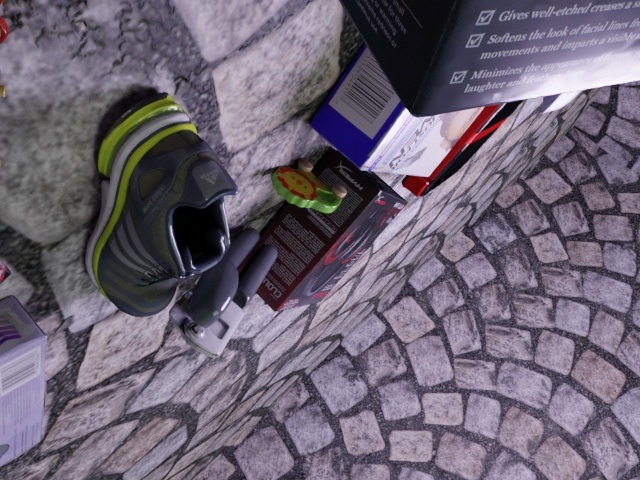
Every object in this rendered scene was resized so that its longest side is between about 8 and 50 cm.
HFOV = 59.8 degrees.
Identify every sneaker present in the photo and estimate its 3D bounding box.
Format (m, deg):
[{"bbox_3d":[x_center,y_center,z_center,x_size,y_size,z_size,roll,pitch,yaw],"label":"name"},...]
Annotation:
[{"bbox_3d":[-0.162,0.004,0.571,0.111,0.121,0.300,-33,160,-36],"label":"sneaker"}]

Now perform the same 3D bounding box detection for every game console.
[{"bbox_3d":[0.345,-0.253,1.214,0.342,0.060,0.386,-51,171,31],"label":"game console"}]

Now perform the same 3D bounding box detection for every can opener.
[{"bbox_3d":[-0.105,0.046,0.721,0.095,0.076,0.283,-43,-171,23],"label":"can opener"}]

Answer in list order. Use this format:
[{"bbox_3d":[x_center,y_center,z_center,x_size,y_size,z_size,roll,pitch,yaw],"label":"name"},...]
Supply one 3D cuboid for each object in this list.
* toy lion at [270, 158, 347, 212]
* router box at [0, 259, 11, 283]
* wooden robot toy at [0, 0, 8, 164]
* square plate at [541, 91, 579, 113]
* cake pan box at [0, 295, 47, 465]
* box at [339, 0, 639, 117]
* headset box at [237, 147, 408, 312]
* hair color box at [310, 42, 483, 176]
[{"bbox_3d":[-0.019,-0.072,0.791,0.034,0.100,0.096,-54,-179,31],"label":"toy lion"},{"bbox_3d":[-0.257,-0.017,0.340,0.038,0.092,0.122,-42,164,-15],"label":"router box"},{"bbox_3d":[-0.220,-0.108,0.306,0.079,0.076,0.173,6,137,-23],"label":"wooden robot toy"},{"bbox_3d":[0.556,-0.425,1.033,0.347,0.049,0.344,-54,-176,45],"label":"square plate"},{"bbox_3d":[-0.401,0.195,0.544,0.246,0.070,0.267,-33,160,-43],"label":"cake pan box"},{"bbox_3d":[0.196,-0.310,0.362,0.293,0.212,0.395,-13,150,-20],"label":"box"},{"bbox_3d":[0.000,0.000,0.979,0.293,0.110,0.218,-49,164,12],"label":"headset box"},{"bbox_3d":[0.141,-0.202,0.854,0.185,0.110,0.339,-53,164,20],"label":"hair color box"}]
